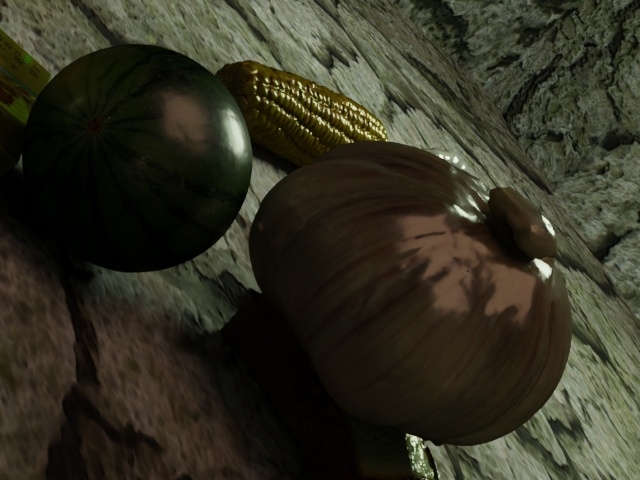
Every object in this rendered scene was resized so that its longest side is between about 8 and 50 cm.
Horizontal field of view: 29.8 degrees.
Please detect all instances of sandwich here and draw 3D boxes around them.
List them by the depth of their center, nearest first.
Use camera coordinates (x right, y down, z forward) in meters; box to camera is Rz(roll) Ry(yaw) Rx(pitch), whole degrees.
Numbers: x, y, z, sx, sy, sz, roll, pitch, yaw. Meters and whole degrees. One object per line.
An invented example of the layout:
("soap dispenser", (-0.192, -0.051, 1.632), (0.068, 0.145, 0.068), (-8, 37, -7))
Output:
("sandwich", (0.014, 0.155, 1.138), (0.215, 0.065, 0.186), (58, 18, 25))

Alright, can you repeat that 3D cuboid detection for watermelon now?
("watermelon", (-0.146, -0.065, 0.992), (0.188, 0.188, 0.214), (55, 5, 15))

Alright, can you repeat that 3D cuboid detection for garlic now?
("garlic", (0.081, 0.043, 1.088), (0.322, 0.241, 0.322), (39, -3, 2))

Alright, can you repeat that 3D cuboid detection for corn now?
("corn", (-0.017, -0.157, 1.612), (0.363, 0.120, 0.120), (20, 34, -58))

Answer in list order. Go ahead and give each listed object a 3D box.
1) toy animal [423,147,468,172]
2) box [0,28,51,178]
("toy animal", (0.169, -0.043, 1.790), (0.208, 0.156, 0.204), (33, 28, -54))
("box", (-0.296, -0.139, 1.025), (0.121, 0.030, 0.193), (43, 18, -23))
